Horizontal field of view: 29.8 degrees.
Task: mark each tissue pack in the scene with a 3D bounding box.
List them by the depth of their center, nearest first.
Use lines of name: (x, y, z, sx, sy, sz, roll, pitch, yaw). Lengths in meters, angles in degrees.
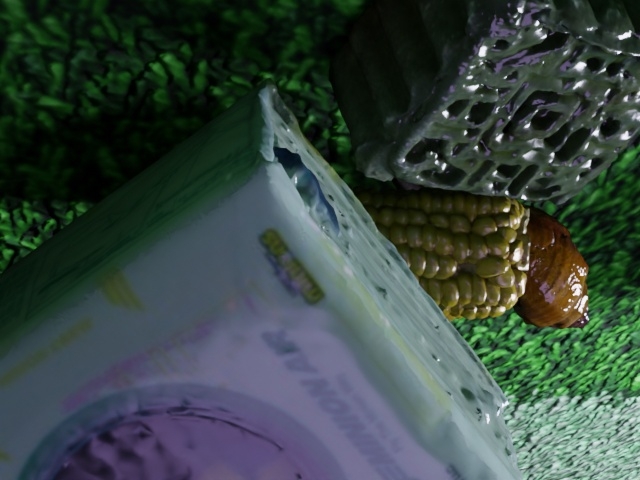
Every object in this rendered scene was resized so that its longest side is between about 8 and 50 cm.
tissue pack: (-0.104, 0.134, 0.745, 0.388, 0.162, 0.287, -33, 110, 14)

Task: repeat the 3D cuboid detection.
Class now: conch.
conch: (0.134, 0.001, 0.923, 0.232, 0.080, 0.086, 32, 118, -16)

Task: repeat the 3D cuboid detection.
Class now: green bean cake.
green bean cake: (0.118, -0.103, 0.731, 0.181, 0.094, 0.173, 9, 141, -31)

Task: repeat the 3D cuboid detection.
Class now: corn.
corn: (0.000, 0.000, 0.821, 0.291, 0.101, 0.101, 6, 146, -2)
